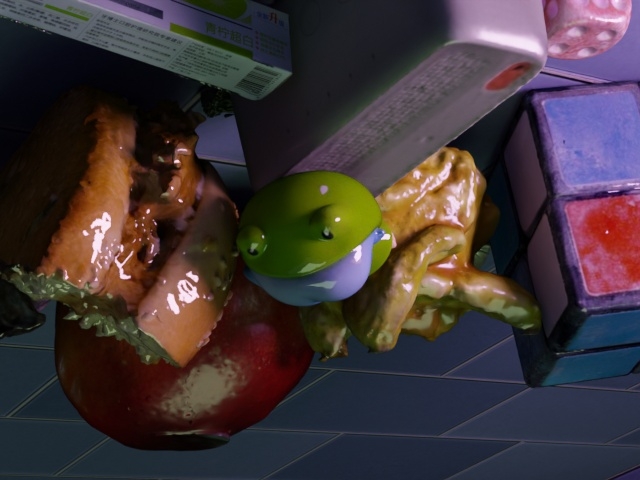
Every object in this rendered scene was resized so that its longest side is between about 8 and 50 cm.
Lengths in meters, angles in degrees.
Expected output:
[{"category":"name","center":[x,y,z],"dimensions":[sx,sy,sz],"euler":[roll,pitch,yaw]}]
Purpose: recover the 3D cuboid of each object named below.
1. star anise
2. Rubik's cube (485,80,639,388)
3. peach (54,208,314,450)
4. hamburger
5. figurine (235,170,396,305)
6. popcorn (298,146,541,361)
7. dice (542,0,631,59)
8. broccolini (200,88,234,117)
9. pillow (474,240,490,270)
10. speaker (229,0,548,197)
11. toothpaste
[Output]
[{"category":"star anise","center":[-0.451,0.040,1.969],"dimensions":[0.109,0.223,0.236],"euler":[-41,149,12]},{"category":"Rubik's cube","center":[0.411,-0.008,2.092],"dimensions":[0.316,0.313,0.318],"euler":[-7,157,-8]},{"category":"peach","center":[-0.187,0.136,2.209],"dimensions":[0.406,0.310,0.335],"euler":[-18,152,22]},{"category":"hamburger","center":[-0.226,-0.032,1.797],"dimensions":[0.268,0.287,0.445],"euler":[34,175,-21]},{"category":"figurine","center":[0.000,0.000,1.730],"dimensions":[0.162,0.143,0.263],"euler":[-7,175,16]},{"category":"popcorn","center":[0.098,0.008,2.000],"dimensions":[0.321,0.290,0.326],"euler":[-5,-155,25]},{"category":"dice","center":[0.281,-0.259,1.747],"dimensions":[0.093,0.094,0.091],"euler":[1,158,-25]},{"category":"broccolini","center":[-0.084,-0.158,1.911],"dimensions":[0.140,0.035,0.030],"euler":[8,155,-39]},{"category":"pillow","center":[0.110,0.051,2.414],"dimensions":[0.302,0.075,0.185],"euler":[-5,158,-8]},{"category":"speaker","center":[0.066,-0.192,1.700],"dimensions":[0.183,0.184,0.406],"euler":[8,152,-33]},{"category":"toothpaste","center":[-0.183,-0.231,1.593],"dimensions":[0.336,0.081,0.067],"euler":[16,146,-33]}]
